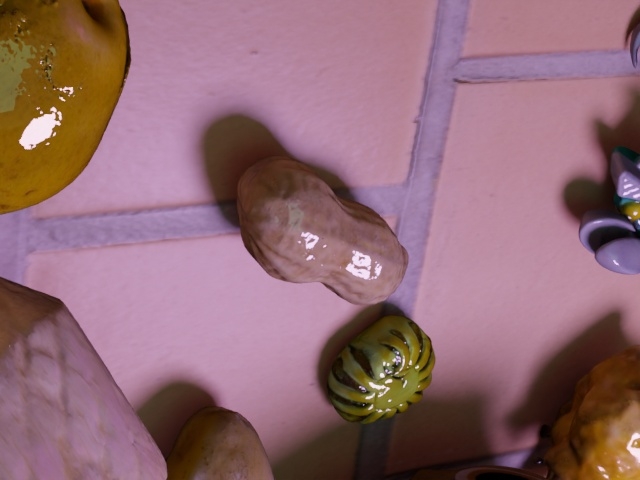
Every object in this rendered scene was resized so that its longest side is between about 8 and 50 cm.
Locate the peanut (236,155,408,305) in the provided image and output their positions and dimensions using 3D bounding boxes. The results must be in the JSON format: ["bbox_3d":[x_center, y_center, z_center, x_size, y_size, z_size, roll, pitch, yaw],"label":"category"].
[{"bbox_3d":[0.000,0.000,1.711,0.123,0.123,0.256,-52,134,3],"label":"peanut"}]

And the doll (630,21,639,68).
[{"bbox_3d":[0.430,-0.263,1.866,0.104,0.062,0.195,3,107,-34],"label":"doll"}]

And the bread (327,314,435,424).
[{"bbox_3d":[0.075,0.158,1.874,0.139,0.071,0.130,-24,130,-19],"label":"bread"}]

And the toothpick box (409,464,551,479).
[{"bbox_3d":[0.187,0.478,1.912,0.425,0.409,0.409,-29,128,-21],"label":"toothpick box"}]

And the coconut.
[{"bbox_3d":[-0.349,0.243,1.479,0.415,0.344,0.415,-1,100,-8],"label":"coconut"}]

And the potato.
[{"bbox_3d":[-0.122,0.282,1.785,0.157,0.157,0.194,2,101,-33],"label":"potato"}]

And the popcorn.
[{"bbox_3d":[0.391,0.265,2.071,0.191,0.190,0.253,36,106,-10],"label":"popcorn"}]

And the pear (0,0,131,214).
[{"bbox_3d":[-0.328,-0.155,1.342,0.336,0.285,0.285,2,122,12],"label":"pear"}]

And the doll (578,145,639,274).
[{"bbox_3d":[0.445,-0.030,1.943,0.258,0.153,0.195,18,130,-36],"label":"doll"}]
